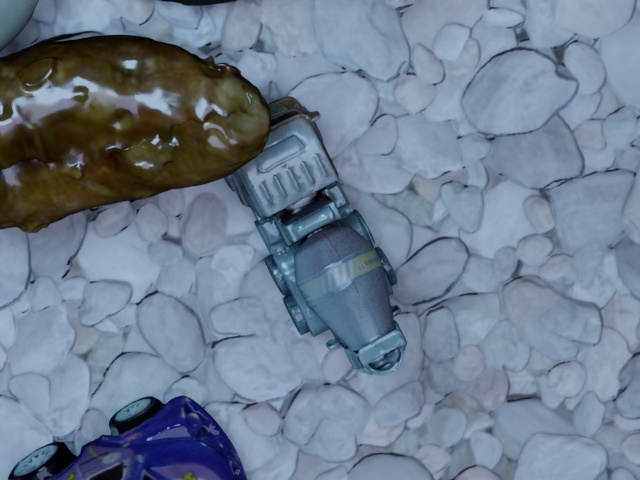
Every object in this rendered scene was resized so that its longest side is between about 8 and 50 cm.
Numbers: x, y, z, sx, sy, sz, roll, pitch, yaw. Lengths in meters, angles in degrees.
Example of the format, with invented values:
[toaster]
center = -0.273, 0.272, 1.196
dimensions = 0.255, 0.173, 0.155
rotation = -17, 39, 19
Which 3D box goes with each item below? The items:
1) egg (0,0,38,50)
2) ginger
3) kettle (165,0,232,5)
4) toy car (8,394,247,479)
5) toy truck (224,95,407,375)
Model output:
[egg]
center = -0.308, -0.249, 1.718
dimensions = 0.151, 0.151, 0.209
rotation = 30, 93, -16
[ginger]
center = -0.202, -0.105, 1.755
dimensions = 0.321, 0.172, 0.165
rotation = -13, 125, 6
[kettle]
center = -0.114, -0.353, 1.741
dimensions = 0.271, 0.251, 0.207
rotation = 9, 68, -6
[toy car]
center = -0.177, 0.263, 1.842
dimensions = 0.235, 0.158, 0.172
rotation = -30, 106, -4
[toy truck]
center = 0.000, 0.000, 1.838
dimensions = 0.108, 0.140, 0.257
rotation = -27, 105, -5
